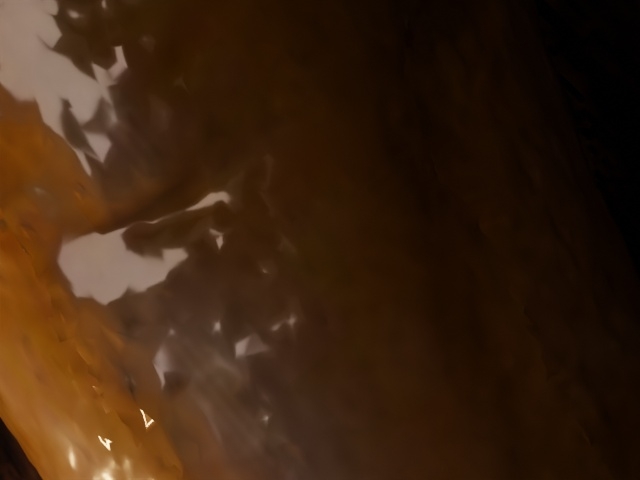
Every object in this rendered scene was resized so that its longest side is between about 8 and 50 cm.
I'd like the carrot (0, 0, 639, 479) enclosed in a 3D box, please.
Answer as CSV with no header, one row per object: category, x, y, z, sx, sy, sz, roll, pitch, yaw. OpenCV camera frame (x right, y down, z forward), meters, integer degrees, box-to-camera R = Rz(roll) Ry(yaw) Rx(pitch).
carrot,0.000,0.000,0.450,0.196,0.196,0.254,-39,78,36
